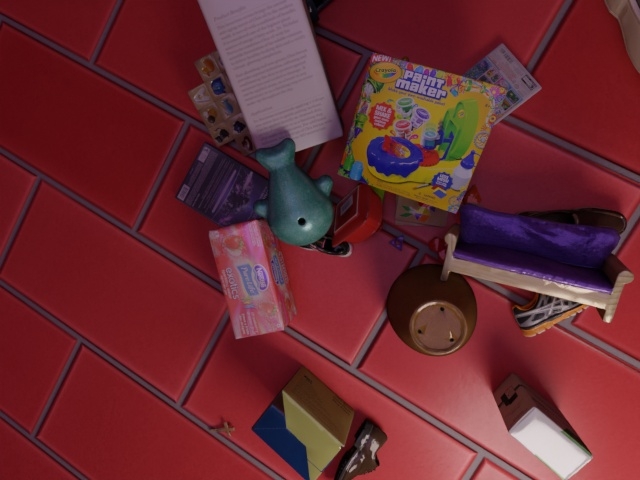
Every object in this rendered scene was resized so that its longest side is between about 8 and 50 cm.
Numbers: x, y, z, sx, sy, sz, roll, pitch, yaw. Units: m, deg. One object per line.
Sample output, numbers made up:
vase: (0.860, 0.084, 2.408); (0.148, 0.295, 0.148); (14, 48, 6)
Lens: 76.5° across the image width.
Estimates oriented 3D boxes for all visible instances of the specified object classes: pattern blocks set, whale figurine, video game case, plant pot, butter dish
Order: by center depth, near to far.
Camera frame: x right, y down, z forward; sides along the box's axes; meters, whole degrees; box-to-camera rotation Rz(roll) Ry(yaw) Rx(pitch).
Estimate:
plant pot: (0.275, 0.181, 0.980); (0.238, 0.254, 0.236); (0, 90, 11)
whale figurine: (-0.069, -0.112, 1.018); (0.217, 0.141, 0.271); (-19, 112, 1)
video game case: (0.460, -0.404, 1.053); (0.143, 0.019, 0.157); (-38, 84, 10)
butter dish: (0.114, -0.058, 1.072); (0.119, 0.159, 0.160); (24, 140, -23)
pattern blocks set: (0.277, -0.122, 1.090); (0.286, 0.026, 0.324); (19, 94, 11)
video game case: (-0.279, -0.143, 1.209); (0.275, 0.026, 0.195); (32, 97, 9)

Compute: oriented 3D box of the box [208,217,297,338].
box: (-0.180, 0.095, 1.112); (0.142, 0.154, 0.299); (-13, 93, 11)

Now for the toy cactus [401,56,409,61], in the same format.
toy cactus: (0.229, -0.365, 1.070); (0.219, 0.112, 0.180); (36, 107, 1)

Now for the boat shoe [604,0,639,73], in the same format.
boat shoe: (0.760, -0.516, 0.943); (0.091, 0.109, 0.304); (-20, 83, 16)

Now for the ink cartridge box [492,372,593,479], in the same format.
ink cartridge box: (0.509, 0.425, 0.956); (0.153, 0.208, 0.086); (40, 101, 10)

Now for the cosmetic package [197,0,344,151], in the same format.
cosmetic package: (-0.114, -0.455, 1.019); (0.230, 0.161, 0.452); (-15, 112, 11)

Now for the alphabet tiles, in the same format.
alphabet tiles: (-0.184, -0.411, 1.136); (0.343, 0.011, 0.284); (-23, 110, 11)

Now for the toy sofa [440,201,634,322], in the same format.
toy sofa: (0.469, 0.034, 0.918); (0.363, 0.150, 0.176); (14, 108, 21)

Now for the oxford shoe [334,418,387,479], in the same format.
oxford shoe: (0.107, 0.611, 1.107); (0.096, 0.083, 0.227); (31, 98, 6)

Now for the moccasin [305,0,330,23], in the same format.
moccasin: (-0.047, -0.645, 1.097); (0.342, 0.138, 0.117); (-46, 80, 10)

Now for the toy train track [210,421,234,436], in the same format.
toy train track: (-0.295, 0.569, 1.226); (0.084, 0.014, 0.048); (-13, 95, 17)

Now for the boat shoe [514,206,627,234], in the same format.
boat shoe: (0.608, -0.033, 0.986); (0.258, 0.095, 0.095); (-3, 90, 12)

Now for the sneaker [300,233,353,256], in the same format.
sneaker: (0.000, 0.000, 1.125); (0.179, 0.077, 0.071); (10, 91, 12)

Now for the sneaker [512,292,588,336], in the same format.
sneaker: (0.580, 0.152, 1.003); (0.215, 0.084, 0.083); (-35, 78, 11)

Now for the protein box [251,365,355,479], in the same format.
protein box: (-0.038, 0.473, 1.073); (0.200, 0.201, 0.135); (39, 98, 9)

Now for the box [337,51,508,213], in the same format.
box: (0.230, -0.254, 0.957); (0.290, 0.177, 0.278); (20, 112, 11)
